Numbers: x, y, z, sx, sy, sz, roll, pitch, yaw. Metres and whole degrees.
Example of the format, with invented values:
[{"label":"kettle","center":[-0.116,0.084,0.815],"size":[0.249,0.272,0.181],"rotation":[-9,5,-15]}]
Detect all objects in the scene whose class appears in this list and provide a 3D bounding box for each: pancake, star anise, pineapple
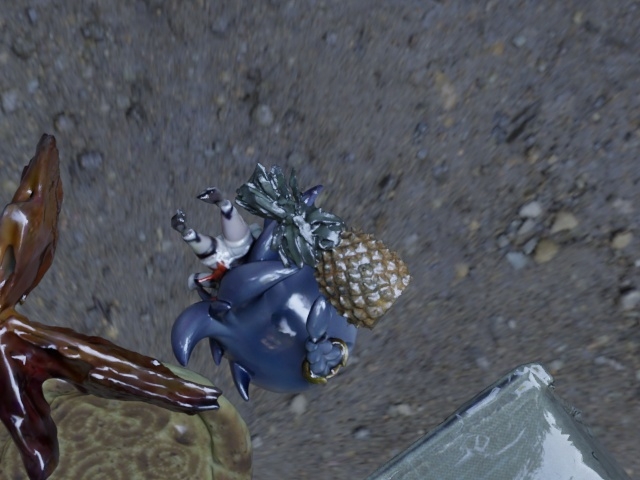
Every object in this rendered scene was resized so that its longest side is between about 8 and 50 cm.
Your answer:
[{"label":"pancake","center":[-0.178,0.189,1.154],"size":[0.250,0.250,0.031],"rotation":[-14,39,-8]},{"label":"star anise","center":[-0.142,0.045,0.663],"size":[0.158,0.144,0.140],"rotation":[-24,84,-5]},{"label":"pineapple","center":[0.000,0.000,1.169],"size":[0.159,0.074,0.074],"rotation":[41,79,0]}]

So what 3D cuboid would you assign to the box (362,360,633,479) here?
[{"label":"box","center":[0.057,0.147,0.445],"size":[0.155,0.231,0.149],"rotation":[-37,74,4]}]

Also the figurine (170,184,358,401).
[{"label":"figurine","center":[-0.055,0.060,1.478],"size":[0.175,0.265,0.197],"rotation":[-19,76,17]}]
